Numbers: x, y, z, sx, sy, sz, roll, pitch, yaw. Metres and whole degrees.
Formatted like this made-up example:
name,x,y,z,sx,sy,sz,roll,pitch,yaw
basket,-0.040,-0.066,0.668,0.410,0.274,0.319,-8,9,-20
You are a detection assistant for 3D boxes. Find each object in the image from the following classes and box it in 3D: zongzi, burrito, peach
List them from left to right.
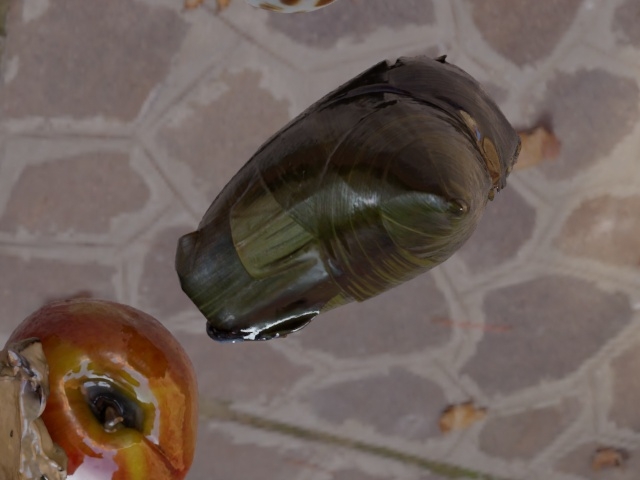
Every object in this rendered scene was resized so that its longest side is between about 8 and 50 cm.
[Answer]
name,x,y,z,sx,sy,sz,roll,pitch,yaw
burrito,-0.348,0.215,1.335,0.107,0.348,0.175,-17,103,21
peach,-0.261,0.195,1.631,0.238,0.281,0.281,-44,136,-16
zongzi,0.000,0.000,1.378,0.403,0.432,0.208,-34,101,16

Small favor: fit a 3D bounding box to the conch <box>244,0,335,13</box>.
name,x,y,z,sx,sy,sz,roll,pitch,yaw
conch,-0.011,-0.376,1.711,0.183,0.149,0.275,-21,151,-39
